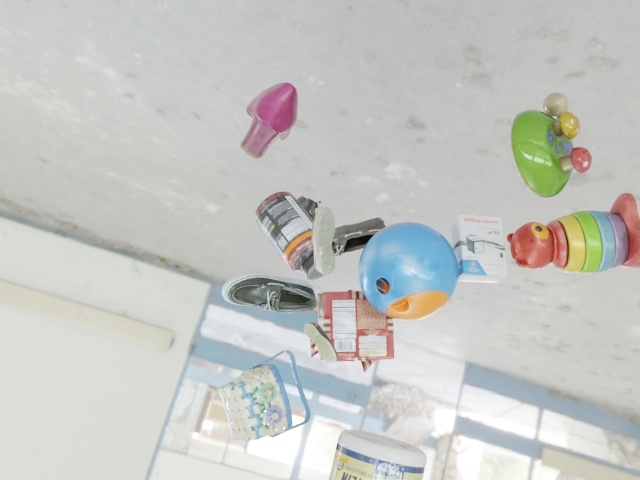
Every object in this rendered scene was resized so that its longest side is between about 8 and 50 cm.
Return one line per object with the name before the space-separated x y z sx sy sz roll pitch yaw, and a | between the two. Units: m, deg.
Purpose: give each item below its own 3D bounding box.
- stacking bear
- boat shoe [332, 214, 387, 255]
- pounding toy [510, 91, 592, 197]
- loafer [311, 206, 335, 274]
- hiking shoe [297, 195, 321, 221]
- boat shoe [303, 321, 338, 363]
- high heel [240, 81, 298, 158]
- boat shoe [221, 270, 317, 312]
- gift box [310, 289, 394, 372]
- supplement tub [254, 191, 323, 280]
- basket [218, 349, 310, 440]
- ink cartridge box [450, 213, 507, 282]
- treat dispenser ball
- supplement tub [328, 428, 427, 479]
stacking bear | 0.601 0.004 1.468 0.289 0.175 0.164 -6 144 0
boat shoe | 0.109 -0.001 2.188 0.335 0.095 0.112 -21 151 -30
pounding toy | 0.487 -0.197 1.226 0.110 0.237 0.183 -16 108 48
loafer | 0.000 0.000 1.111 0.045 0.125 0.039 -11 -166 -35
hiking shoe | -0.054 -0.056 2.411 0.114 0.226 0.086 11 -178 -25
boat shoe | 0.008 0.275 1.666 0.043 0.049 0.137 6 -145 -53
high heel | -0.090 -0.325 1.453 0.127 0.377 0.181 32 115 -16
boat shoe | -0.162 0.182 2.090 0.335 0.121 0.119 2 -158 -24
gift box | 0.099 0.296 2.005 0.255 0.276 0.258 3 173 -3
supplement tub | -0.052 -0.007 1.325 0.198 0.106 0.106 52 -179 27
basket | -0.165 0.520 2.000 0.201 0.254 0.289 -19 178 41
ink cartridge box | 0.475 0.025 1.846 0.140 0.190 0.082 3 160 -7
treat dispenser ball | 0.253 0.089 1.781 0.288 0.288 0.288 15 164 4
supplement tub | 0.121 0.646 1.501 0.228 0.316 0.228 13 170 2
